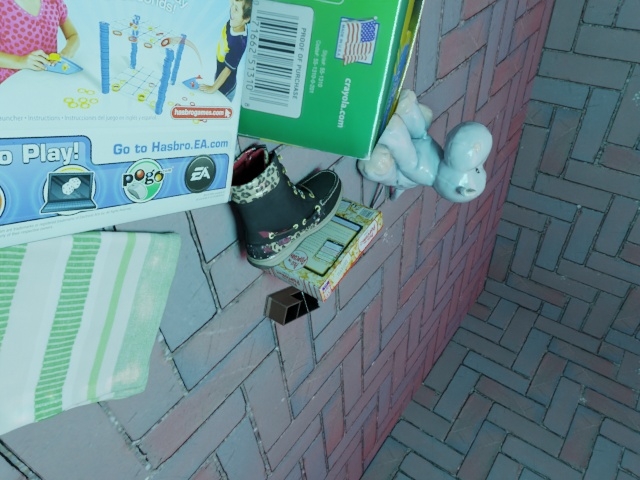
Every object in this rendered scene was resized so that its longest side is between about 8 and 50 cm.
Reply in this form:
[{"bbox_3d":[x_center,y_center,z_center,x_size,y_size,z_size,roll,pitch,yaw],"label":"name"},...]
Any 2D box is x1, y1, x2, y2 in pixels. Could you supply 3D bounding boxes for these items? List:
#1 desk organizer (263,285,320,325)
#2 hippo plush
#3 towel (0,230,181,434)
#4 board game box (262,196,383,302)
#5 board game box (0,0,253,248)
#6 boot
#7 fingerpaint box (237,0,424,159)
[{"bbox_3d":[-0.051,0.125,0.952,0.130,0.050,0.047,-17,125,-54],"label":"desk organizer"},{"bbox_3d":[0.234,-0.162,1.016,0.234,0.237,0.294,-26,132,-50],"label":"hippo plush"},{"bbox_3d":[-0.311,0.107,0.525,0.325,0.038,0.247,1,110,-59],"label":"towel"},{"bbox_3d":[0.000,0.000,0.846,0.193,0.147,0.045,-49,147,-26],"label":"board game box"},{"bbox_3d":[-0.174,-0.153,0.277,0.308,0.086,0.301,-20,128,-53],"label":"board game box"},{"bbox_3d":[-0.050,-0.086,0.763,0.236,0.085,0.178,-47,144,-29],"label":"boot"},{"bbox_3d":[0.049,-0.351,0.516,0.371,0.163,0.444,-60,162,-65],"label":"fingerpaint box"}]
